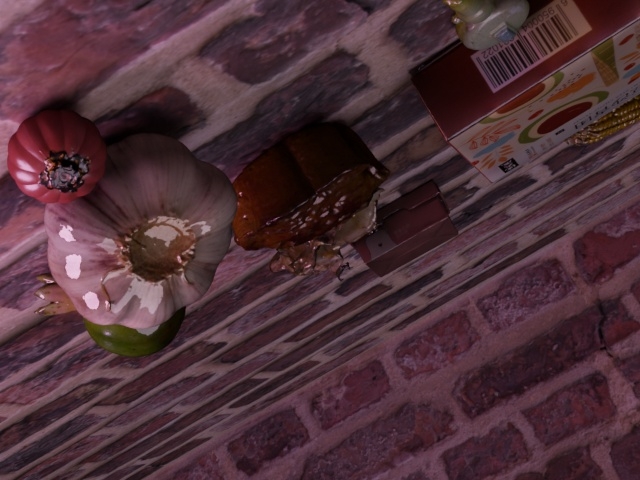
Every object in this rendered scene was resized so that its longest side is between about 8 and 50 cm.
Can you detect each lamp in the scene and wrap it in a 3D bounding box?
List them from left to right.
[{"bbox_3d":[-0.287,-0.091,1.082,0.107,0.092,0.108,-12,127,-16],"label":"lamp"}]

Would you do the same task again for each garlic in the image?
[{"bbox_3d":[-0.237,-0.023,1.261,0.245,0.245,0.253,-23,-156,-18],"label":"garlic"}]

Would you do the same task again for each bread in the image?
[{"bbox_3d":[-0.023,-0.071,1.503,0.246,0.135,0.232,-33,164,17],"label":"bread"}]

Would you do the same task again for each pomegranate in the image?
[{"bbox_3d":[-0.308,0.079,1.473,0.225,0.187,0.187,-2,161,-4],"label":"pomegranate"}]

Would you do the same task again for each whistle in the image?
[{"bbox_3d":[0.215,-0.303,1.316,0.104,0.057,0.198,-35,164,23],"label":"whistle"}]

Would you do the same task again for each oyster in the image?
[{"bbox_3d":[0.005,-0.005,1.767,0.197,0.133,0.337,-24,166,-21],"label":"oyster"}]

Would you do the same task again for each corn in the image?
[{"bbox_3d":[0.577,-0.271,1.936,0.317,0.115,0.115,-22,163,-27],"label":"corn"}]

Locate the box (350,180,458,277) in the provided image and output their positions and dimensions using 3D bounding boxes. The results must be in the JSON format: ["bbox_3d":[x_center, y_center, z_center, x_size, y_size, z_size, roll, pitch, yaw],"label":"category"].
[{"bbox_3d":[0.177,-0.017,2.095,0.215,0.086,0.215,-29,165,6],"label":"box"}]

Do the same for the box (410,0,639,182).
[{"bbox_3d":[0.357,-0.259,1.571,0.344,0.122,0.385,-32,164,14],"label":"box"}]
